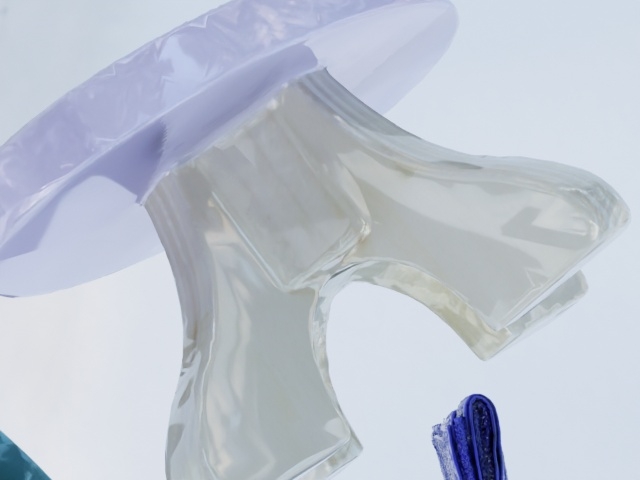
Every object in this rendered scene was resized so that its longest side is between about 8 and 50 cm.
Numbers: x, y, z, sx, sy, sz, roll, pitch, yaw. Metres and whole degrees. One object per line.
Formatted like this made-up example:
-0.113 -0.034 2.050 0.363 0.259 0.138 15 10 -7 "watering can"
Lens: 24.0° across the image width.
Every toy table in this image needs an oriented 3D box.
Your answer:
0.000 0.000 0.630 0.274 0.252 0.161 -29 77 -35 "toy table"

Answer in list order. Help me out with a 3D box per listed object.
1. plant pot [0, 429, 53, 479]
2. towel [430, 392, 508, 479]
-0.342 0.300 1.306 0.235 0.293 0.293 -44 129 -4 "plant pot"
0.195 0.319 1.924 0.076 0.308 0.227 -9 80 1 "towel"
